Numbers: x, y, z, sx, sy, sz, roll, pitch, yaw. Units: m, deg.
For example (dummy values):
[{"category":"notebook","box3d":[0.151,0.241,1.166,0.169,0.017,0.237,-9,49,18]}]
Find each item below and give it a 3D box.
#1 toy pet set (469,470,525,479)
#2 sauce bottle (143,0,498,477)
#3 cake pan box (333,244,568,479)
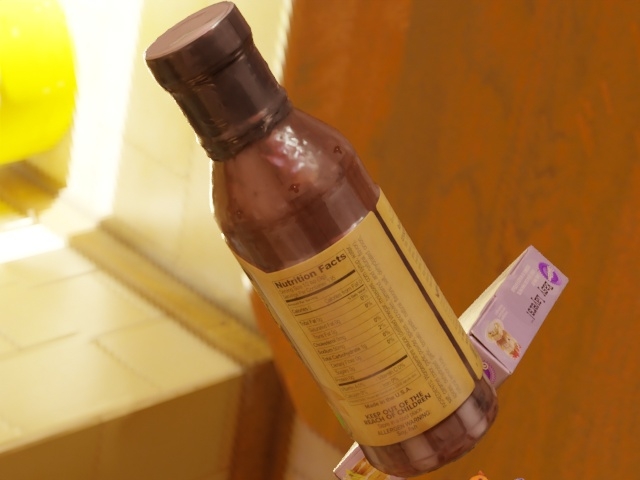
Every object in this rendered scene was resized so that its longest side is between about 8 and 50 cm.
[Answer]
[{"category":"toy pet set","box3d":[0.057,0.164,0.966,0.114,0.122,0.065,-23,101,17]},{"category":"sauce bottle","box3d":[0.000,0.000,1.087,0.111,0.111,0.344,-6,121,49]},{"category":"cake pan box","box3d":[0.145,0.143,1.759,0.070,0.267,0.246,43,119,1]}]
